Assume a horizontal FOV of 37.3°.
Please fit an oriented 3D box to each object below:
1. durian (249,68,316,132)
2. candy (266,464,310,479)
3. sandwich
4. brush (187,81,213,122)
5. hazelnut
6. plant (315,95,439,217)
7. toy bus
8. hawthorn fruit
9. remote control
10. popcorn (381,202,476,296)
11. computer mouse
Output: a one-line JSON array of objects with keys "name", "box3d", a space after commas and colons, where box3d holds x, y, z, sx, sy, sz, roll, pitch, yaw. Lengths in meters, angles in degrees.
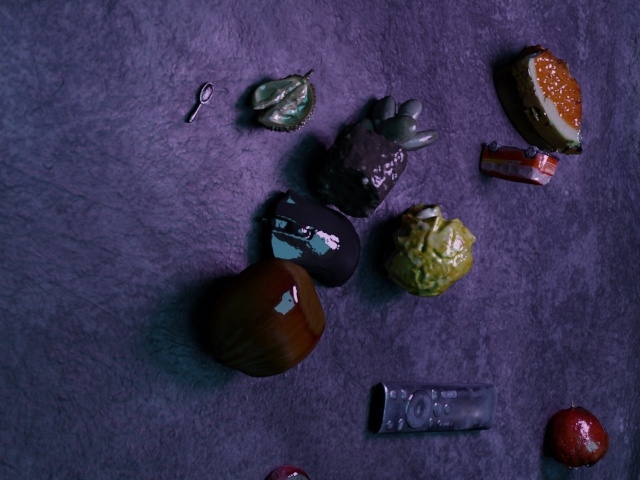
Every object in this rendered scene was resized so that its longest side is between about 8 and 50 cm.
[{"name": "durian", "box3d": [-0.058, -0.243, 1.666, 0.110, 0.071, 0.140, 41, 78, 4]}, {"name": "candy", "box3d": [-0.060, 0.467, 1.746, 0.103, 0.043, 0.103, -5, 97, -43]}, {"name": "sandwich", "box3d": [0.502, -0.338, 2.160, 0.292, 0.109, 0.212, 29, 68, -43]}, {"name": "brush", "box3d": [-0.200, -0.229, 1.580, 0.024, 0.008, 0.083, 45, 64, -39]}, {"name": "hazelnut", "box3d": [-0.096, 0.124, 1.606, 0.210, 0.210, 0.186, 33, 48, -39]}, {"name": "plant", "box3d": [0.107, -0.173, 1.779, 0.146, 0.149, 0.274, 45, 54, -7]}, {"name": "toy bus", "box3d": [0.431, -0.166, 2.061, 0.079, 0.174, 0.077, 20, 88, -42]}, {"name": "hawthorn fruit", "box3d": [0.627, 0.472, 2.324, 0.148, 0.148, 0.172, -4, 77, -42]}, {"name": "remote control", "box3d": [0.250, 0.356, 2.024, 0.377, 0.044, 0.107, 9, 84, -43]}, {"name": "popcorn", "box3d": [0.212, 0.011, 1.887, 0.198, 0.198, 0.213, 9, 61, -43]}, {"name": "computer mouse", "box3d": [0.000, 0.000, 1.739, 0.264, 0.088, 0.147, 18, 79, -39]}]
